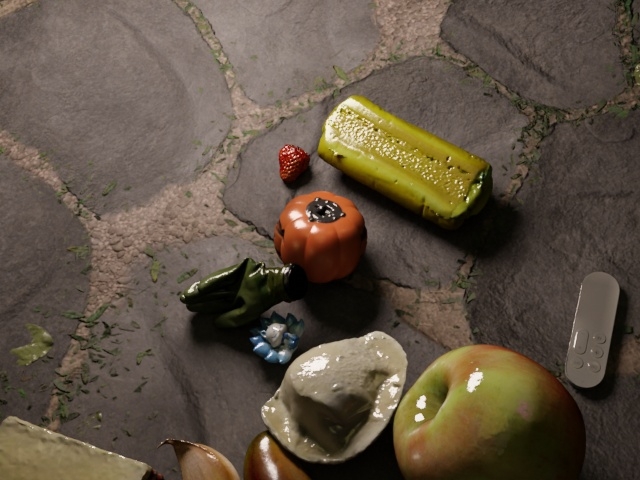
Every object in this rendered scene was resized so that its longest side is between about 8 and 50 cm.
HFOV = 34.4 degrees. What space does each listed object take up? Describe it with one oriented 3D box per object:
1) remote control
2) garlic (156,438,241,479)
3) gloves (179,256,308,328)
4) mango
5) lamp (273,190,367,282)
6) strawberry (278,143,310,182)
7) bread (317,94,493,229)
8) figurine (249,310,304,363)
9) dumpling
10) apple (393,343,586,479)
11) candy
[{"bbox_3d":[0.525,0.172,1.997,0.077,0.022,0.245,13,66,11],"label":"remote control"},{"bbox_3d":[-0.201,0.454,1.881,0.128,0.115,0.207,-20,67,3],"label":"garlic"},{"bbox_3d":[-0.151,0.102,2.045,0.268,0.107,0.135,-10,87,21],"label":"gloves"},{"bbox_3d":[-0.064,0.466,1.862,0.133,0.111,0.268,-11,53,-12],"label":"mango"},{"bbox_3d":[0.000,0.000,2.072,0.187,0.164,0.188,3,39,-2],"label":"lamp"},{"bbox_3d":[-0.062,-0.166,2.214,0.073,0.073,0.083,31,86,20],"label":"strawberry"},{"bbox_3d":[0.174,-0.158,2.152,0.383,0.112,0.166,30,80,16],"label":"bread"},{"bbox_3d":[-0.092,0.188,2.028,0.114,0.079,0.114,-4,66,9],"label":"figurine"},{"bbox_3d":[0.036,0.288,1.892,0.243,0.175,0.227,-55,45,17],"label":"dumpling"},{"bbox_3d":[0.296,0.340,1.786,0.277,0.319,0.319,33,67,-17],"label":"apple"},{"bbox_3d":[-0.470,0.459,1.905,0.320,0.135,0.180,15,66,16],"label":"candy"}]
